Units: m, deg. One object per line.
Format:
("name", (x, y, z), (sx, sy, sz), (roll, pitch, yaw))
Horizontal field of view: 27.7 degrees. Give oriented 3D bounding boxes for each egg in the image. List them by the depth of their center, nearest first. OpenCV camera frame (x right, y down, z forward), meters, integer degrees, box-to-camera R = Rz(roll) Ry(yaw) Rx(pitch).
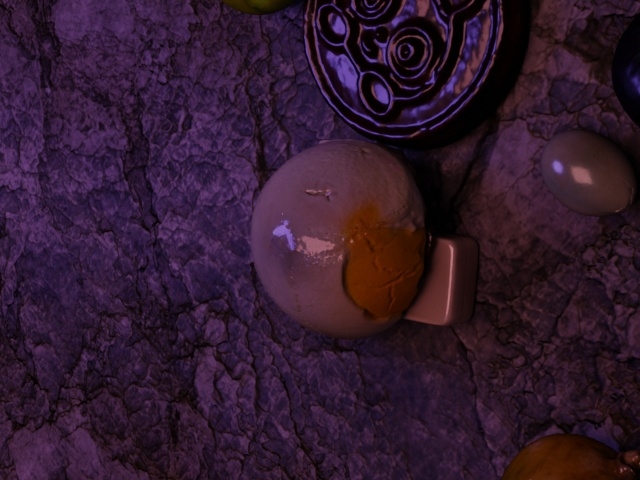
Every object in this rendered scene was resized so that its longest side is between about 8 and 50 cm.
("egg", (0.381, -0.094, 1.844), (0.152, 0.114, 0.114), (45, 119, 29))
("egg", (0.000, 0.000, 2.011), (0.337, 0.201, 0.337), (1, 91, 39))

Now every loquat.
("loquat", (0.365, 0.369, 1.845), (0.246, 0.213, 0.213), (-46, 66, 29))

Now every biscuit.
("biscuit", (0.135, -0.344, 2.042), (0.407, 0.091, 0.407), (3, 95, 39))

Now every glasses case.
("glasses case", (0.095, 0.043, 2.112), (0.336, 0.076, 0.144), (11, 100, 38))

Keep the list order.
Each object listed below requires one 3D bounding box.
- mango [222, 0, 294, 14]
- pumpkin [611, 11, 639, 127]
("mango", (-0.091, -0.467, 2.147), (0.273, 0.149, 0.185), (22, 90, 65))
("pumpkin", (0.492, -0.235, 1.686), (0.233, 0.163, 0.233), (-36, 37, 33))
